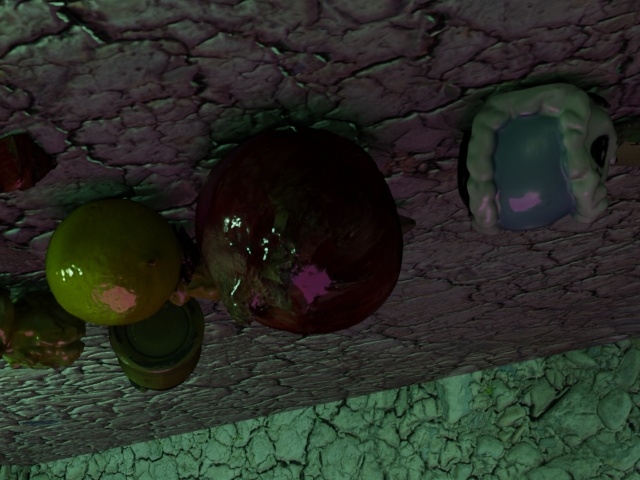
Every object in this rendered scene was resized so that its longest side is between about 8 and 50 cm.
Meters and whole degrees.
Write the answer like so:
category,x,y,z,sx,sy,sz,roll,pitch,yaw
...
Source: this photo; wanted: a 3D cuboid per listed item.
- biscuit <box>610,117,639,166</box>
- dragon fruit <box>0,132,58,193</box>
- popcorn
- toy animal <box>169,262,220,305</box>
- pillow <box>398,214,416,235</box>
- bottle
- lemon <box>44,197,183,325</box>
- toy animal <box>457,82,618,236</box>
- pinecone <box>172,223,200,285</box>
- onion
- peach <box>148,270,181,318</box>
category,x,y,z,sx,sy,sz,roll,pitch,yaw
biscuit,0.475,-0.160,1.180,0.147,0.046,0.250,-1,161,-14
dragon fruit,-0.386,-0.072,1.077,0.131,0.063,0.097,-12,160,12
popcorn,-0.503,0.157,1.547,0.168,0.173,0.195,20,174,27
toy animal,-0.232,0.079,1.578,0.159,0.070,0.083,-8,163,17
pillow,0.000,0.000,1.404,0.223,0.084,0.236,8,158,-41
bottle,-0.315,0.202,1.753,0.172,0.171,0.351,-4,163,-10
lemon,-0.288,0.030,1.243,0.203,0.178,0.178,-7,166,42
toy animal,0.276,-0.091,1.143,0.204,0.155,0.208,-7,165,10
pinecone,-0.237,0.019,1.370,0.109,0.102,0.102,16,162,5
onion,-0.031,-0.005,1.125,0.276,0.276,0.276,-7,161,-2
peach,-0.301,0.071,1.446,0.151,0.118,0.151,-45,-173,7
